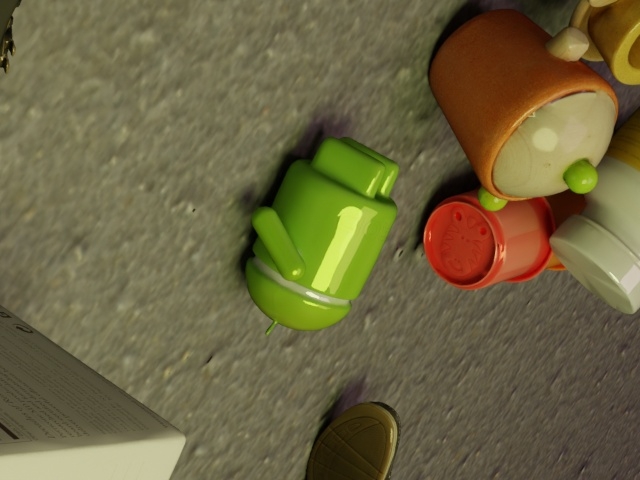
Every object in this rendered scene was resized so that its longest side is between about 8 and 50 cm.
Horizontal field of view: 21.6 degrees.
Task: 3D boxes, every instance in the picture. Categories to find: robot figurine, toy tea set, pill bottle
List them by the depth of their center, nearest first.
[{"bbox_3d":[0.157,-0.148,0.932,0.200,0.124,0.336,-29,147,-9],"label":"toy tea set"},{"bbox_3d":[0.000,0.000,0.942,0.115,0.067,0.101,-65,164,12],"label":"robot figurine"},{"bbox_3d":[0.238,-0.043,1.103,0.184,0.103,0.103,-46,151,-8],"label":"pill bottle"}]

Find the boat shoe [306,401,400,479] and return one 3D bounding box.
[{"bbox_3d":[0.021,0.167,1.168,0.049,0.056,0.152,-29,150,-52],"label":"boat shoe"}]

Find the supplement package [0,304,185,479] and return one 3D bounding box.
[{"bbox_3d":[-0.192,0.108,0.653,0.244,0.134,0.139,4,114,-60],"label":"supplement package"}]

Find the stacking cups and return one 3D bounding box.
[{"bbox_3d":[0.184,-0.016,1.217,0.316,0.096,0.096,-18,132,-49],"label":"stacking cups"}]

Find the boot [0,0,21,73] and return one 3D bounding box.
[{"bbox_3d":[-0.115,-0.122,0.637,0.198,0.077,0.137,-30,147,-23],"label":"boot"}]
